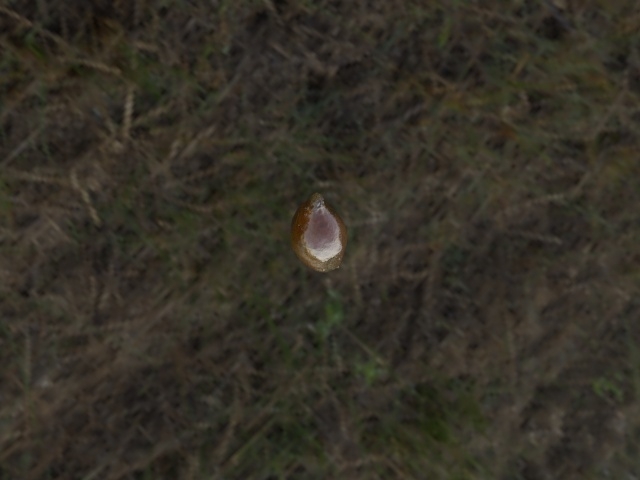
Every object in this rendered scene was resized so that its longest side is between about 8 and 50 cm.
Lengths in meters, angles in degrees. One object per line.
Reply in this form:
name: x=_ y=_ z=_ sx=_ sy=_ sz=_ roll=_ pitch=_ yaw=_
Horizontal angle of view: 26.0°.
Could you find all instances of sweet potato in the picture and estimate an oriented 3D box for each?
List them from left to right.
sweet potato: x=0.000 y=0.000 z=0.822 sx=0.034 sy=0.034 sz=0.095 roll=-42 pitch=156 yaw=-10
